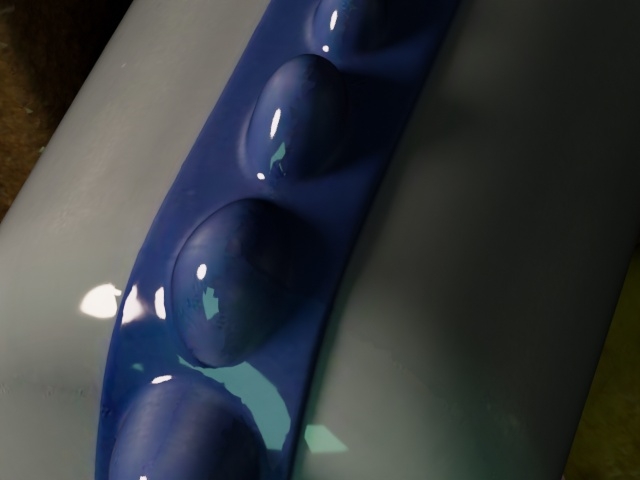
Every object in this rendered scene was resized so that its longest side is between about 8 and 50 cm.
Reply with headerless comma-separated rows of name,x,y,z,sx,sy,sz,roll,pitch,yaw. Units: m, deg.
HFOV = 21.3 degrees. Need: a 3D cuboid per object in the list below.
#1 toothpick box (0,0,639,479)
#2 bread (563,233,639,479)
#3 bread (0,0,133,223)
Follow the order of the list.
toothpick box,0.000,0.000,0.659,0.263,0.355,0.263,14,140,12
bread,0.225,0.068,0.792,0.268,0.146,0.268,15,137,15
bread,-0.129,-0.062,0.811,0.113,0.165,0.416,1,135,18
